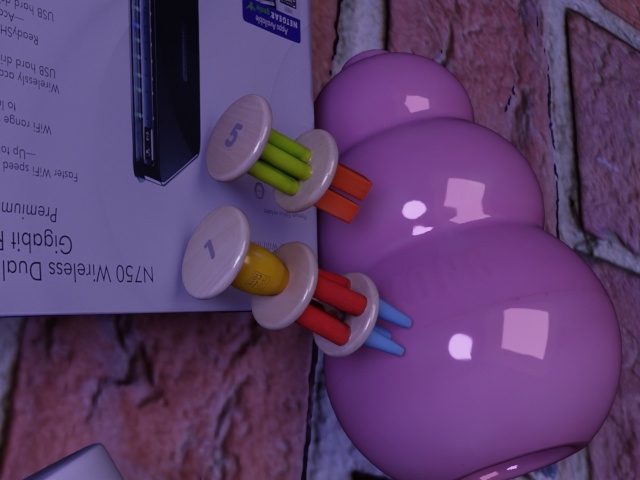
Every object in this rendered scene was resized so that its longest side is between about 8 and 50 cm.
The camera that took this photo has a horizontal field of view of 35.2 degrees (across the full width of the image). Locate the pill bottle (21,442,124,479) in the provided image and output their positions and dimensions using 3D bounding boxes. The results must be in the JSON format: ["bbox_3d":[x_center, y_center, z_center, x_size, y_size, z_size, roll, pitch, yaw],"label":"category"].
[{"bbox_3d":[-0.079,0.310,0.437,0.229,0.229,0.408,-26,87,-42],"label":"pill bottle"}]

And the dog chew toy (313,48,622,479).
[{"bbox_3d":[0.082,0.006,0.733,0.206,0.206,0.332,1,62,-38],"label":"dog chew toy"}]

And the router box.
[{"bbox_3d":[-0.118,-0.107,0.569,0.335,0.082,0.301,4,82,-61],"label":"router box"}]

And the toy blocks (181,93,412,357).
[{"bbox_3d":[0.000,0.000,0.584,0.148,0.054,0.123,27,62,-37],"label":"toy blocks"}]
